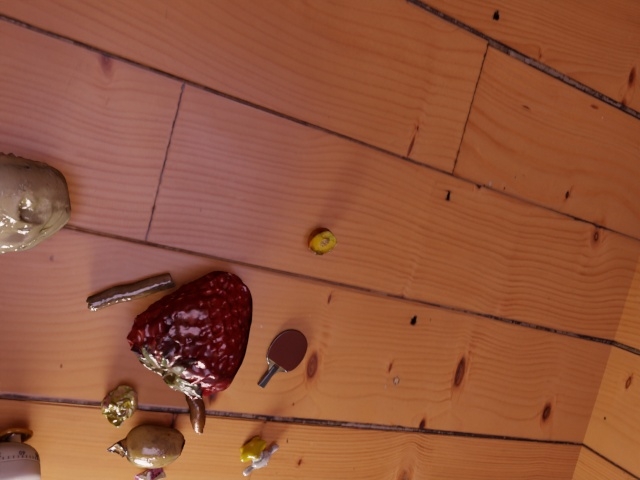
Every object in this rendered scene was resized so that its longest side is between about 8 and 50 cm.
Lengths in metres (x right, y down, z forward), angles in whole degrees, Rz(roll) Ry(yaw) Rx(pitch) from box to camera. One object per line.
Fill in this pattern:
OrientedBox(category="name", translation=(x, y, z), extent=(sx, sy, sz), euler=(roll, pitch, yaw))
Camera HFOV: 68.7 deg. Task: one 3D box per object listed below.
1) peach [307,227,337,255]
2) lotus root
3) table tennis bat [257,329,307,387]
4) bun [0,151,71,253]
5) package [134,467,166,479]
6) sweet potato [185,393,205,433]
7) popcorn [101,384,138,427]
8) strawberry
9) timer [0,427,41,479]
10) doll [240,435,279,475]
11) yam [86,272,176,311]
OrientedBox(category="peach", translation=(0.001, -0.001, 1.529), extent=(0.098, 0.061, 0.098), euler=(-11, 125, -16))
OrientedBox(category="lotus root", translation=(-0.514, 0.613, 1.396), extent=(0.220, 0.118, 0.125), euler=(12, 77, -25))
OrientedBox(category="table tennis bat", translation=(-0.131, 0.396, 1.561), extent=(0.130, 0.019, 0.220), euler=(42, 81, -22))
OrientedBox(category="bun", translation=(-0.776, -0.095, 1.069), extent=(0.325, 0.362, 0.235), euler=(13, 93, 18))
OrientedBox(category="package", translation=(-0.527, 0.732, 1.454), extent=(0.083, 0.029, 0.059), euler=(-25, 99, -27))
OrientedBox(category="sweet potato", translation=(-0.391, 0.514, 1.462), extent=(0.056, 0.056, 0.195), euler=(-14, 99, -19))
OrientedBox(category="popcorn", translation=(-0.580, 0.479, 1.366), extent=(0.097, 0.089, 0.109), euler=(42, 79, -33))
OrientedBox(category="strawberry", translation=(-0.343, 0.246, 1.349), extent=(0.317, 0.295, 0.345), euler=(35, 51, -6))
OrientedBox(category="timer", translation=(-0.845, 0.634, 1.197), extent=(0.233, 0.240, 0.234), euler=(-19, 148, -12))
OrientedBox(category="doll", translation=(-0.200, 0.715, 1.562), extent=(0.135, 0.071, 0.113), euler=(-13, 111, -24))
OrientedBox(category="yam", translation=(-0.542, 0.147, 1.347), extent=(0.241, 0.056, 0.057), euler=(-17, 104, -20))
